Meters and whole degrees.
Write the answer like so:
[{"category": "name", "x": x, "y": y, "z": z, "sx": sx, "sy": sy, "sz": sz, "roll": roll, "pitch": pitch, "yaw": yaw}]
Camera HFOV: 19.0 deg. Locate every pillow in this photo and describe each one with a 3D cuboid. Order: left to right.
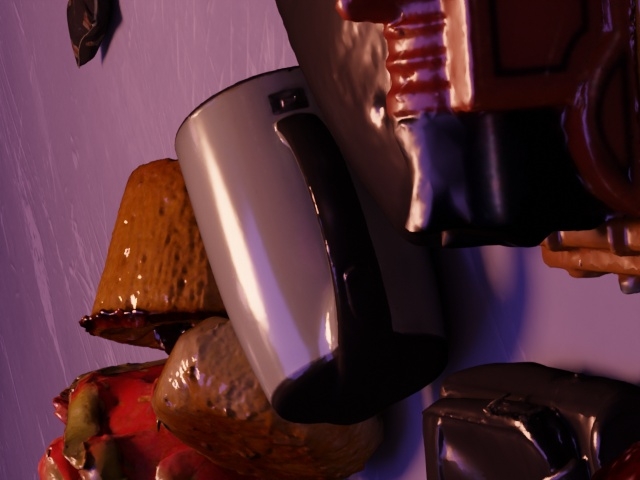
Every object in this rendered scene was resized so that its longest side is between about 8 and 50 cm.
[{"category": "pillow", "x": -0.279, "y": -0.274, "z": 2.301, "sx": 0.150, "sy": 0.048, "sz": 0.090, "roll": 133, "pitch": 125, "yaw": -69}]

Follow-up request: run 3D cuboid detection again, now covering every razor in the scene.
[{"category": "razor", "x": 0.048, "y": -0.168, "z": 1.270, "sx": 0.204, "sy": 0.114, "sz": 0.349, "roll": 110, "pitch": 148, "yaw": -47}]

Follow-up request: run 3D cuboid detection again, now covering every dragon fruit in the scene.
[{"category": "dragon fruit", "x": -0.128, "y": 0.231, "z": 1.716, "sx": 0.302, "sy": 0.237, "sz": 0.231, "roll": 50, "pitch": 159, "yaw": 17}]

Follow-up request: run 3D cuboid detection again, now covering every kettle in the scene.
[{"category": "kettle", "x": 0.000, "y": 0.000, "z": 1.377, "sx": 0.221, "sy": 0.161, "sz": 0.236, "roll": 99, "pitch": 156, "yaw": -65}]

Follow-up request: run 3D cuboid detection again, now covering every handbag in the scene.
[{"category": "handbag", "x": 0.148, "y": 0.214, "z": 1.165, "sx": 0.244, "sy": 0.088, "sz": 0.275, "roll": -177, "pitch": 82, "yaw": -67}]

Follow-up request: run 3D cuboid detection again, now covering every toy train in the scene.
[{"category": "toy train", "x": 0.110, "y": -0.156, "z": 0.908, "sx": 0.163, "sy": 0.232, "sz": 0.369, "roll": -174, "pitch": 79, "yaw": -74}]

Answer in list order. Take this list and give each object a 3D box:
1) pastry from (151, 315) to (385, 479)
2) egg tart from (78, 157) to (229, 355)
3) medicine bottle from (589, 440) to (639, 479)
[{"category": "pastry", "x": -0.047, "y": 0.133, "z": 1.540, "sx": 0.192, "sy": 0.182, "sz": 0.093, "roll": -32, "pitch": 36, "yaw": 63}, {"category": "egg tart", "x": -0.097, "y": 0.025, "z": 1.654, "sx": 0.215, "sy": 0.215, "sz": 0.170, "roll": 146, "pitch": 128, "yaw": -69}, {"category": "medicine bottle", "x": 0.127, "y": 0.201, "z": 0.744, "sx": 0.242, "sy": 0.395, "sz": 0.242, "roll": 172, "pitch": 90, "yaw": -67}]
